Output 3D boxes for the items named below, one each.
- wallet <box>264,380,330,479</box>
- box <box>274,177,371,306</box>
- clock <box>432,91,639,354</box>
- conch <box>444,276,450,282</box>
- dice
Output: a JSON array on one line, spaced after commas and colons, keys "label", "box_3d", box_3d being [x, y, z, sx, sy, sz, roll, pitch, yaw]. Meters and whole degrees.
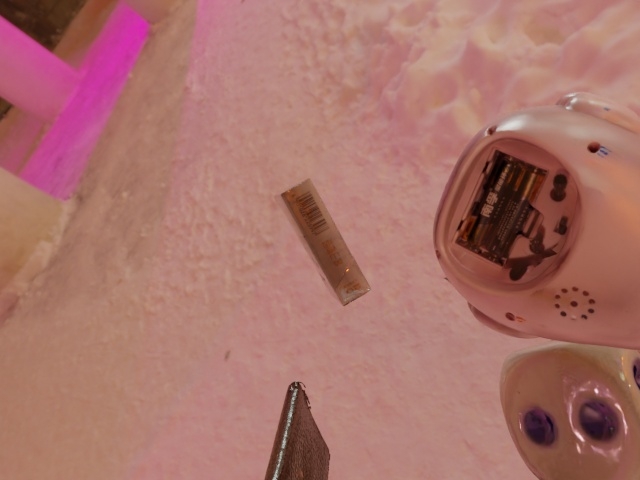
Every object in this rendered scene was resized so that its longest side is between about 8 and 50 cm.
[{"label": "wallet", "box_3d": [-0.029, 0.292, 0.725, 0.039, 0.132, 0.243, -18, 20, 14]}, {"label": "box", "box_3d": [0.000, 0.001, 1.142, 0.067, 0.233, 0.149, -30, 8, -4]}, {"label": "clock", "box_3d": [0.357, -0.008, 0.854, 0.377, 0.251, 0.368, 30, 111, 28]}, {"label": "conch", "box_3d": [0.437, 0.137, 1.833, 0.180, 0.065, 0.088, 17, 111, 53]}, {"label": "dice", "box_3d": [0.574, 0.340, 1.250, 0.304, 0.277, 0.304, -31, 71, 49]}]
